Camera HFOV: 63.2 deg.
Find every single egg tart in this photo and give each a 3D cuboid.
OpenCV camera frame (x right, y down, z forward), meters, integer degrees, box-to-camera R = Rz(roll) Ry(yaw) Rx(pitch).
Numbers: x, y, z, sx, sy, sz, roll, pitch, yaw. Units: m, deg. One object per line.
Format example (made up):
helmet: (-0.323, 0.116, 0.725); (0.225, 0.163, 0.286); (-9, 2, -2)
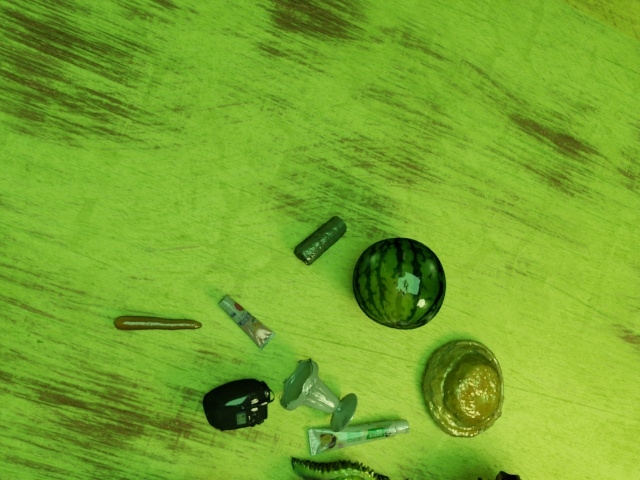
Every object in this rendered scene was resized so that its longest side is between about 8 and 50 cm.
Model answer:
egg tart: (0.482, 0.479, 1.673); (0.319, 0.128, 0.318); (2, 83, -16)

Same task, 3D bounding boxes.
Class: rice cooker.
rice cooker: (-0.233, 0.468, 1.493); (0.203, 0.142, 0.118); (-6, 98, -14)

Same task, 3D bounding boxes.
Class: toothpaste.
toothpaste: (-0.226, 0.244, 1.572); (0.194, 0.043, 0.067); (45, 73, -11)
toothpaste: (0.120, 0.598, 1.614); (0.315, 0.056, 0.058); (-6, 41, -11)

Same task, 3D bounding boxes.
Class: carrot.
carrot: (-0.470, 0.242, 1.511); (0.248, 0.043, 0.043); (4, 83, -16)

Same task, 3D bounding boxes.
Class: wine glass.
wine glass: (-0.002, 0.465, 1.542); (0.197, 0.165, 0.164); (36, 77, -11)

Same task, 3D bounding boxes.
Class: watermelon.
watermelon: (0.239, 0.129, 1.571); (0.285, 0.285, 0.285); (2, 84, -14)

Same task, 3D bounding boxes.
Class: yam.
yam: (0.000, 0.000, 1.634); (0.179, 0.078, 0.078); (-42, 95, -16)

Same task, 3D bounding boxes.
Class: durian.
durian: (0.091, 0.718, 1.563); (0.375, 0.106, 0.132); (15, 86, -7)

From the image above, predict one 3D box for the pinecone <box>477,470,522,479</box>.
pinecone: (0.569, 0.898, 1.498); (0.398, 0.398, 0.397); (2, 84, -14)
